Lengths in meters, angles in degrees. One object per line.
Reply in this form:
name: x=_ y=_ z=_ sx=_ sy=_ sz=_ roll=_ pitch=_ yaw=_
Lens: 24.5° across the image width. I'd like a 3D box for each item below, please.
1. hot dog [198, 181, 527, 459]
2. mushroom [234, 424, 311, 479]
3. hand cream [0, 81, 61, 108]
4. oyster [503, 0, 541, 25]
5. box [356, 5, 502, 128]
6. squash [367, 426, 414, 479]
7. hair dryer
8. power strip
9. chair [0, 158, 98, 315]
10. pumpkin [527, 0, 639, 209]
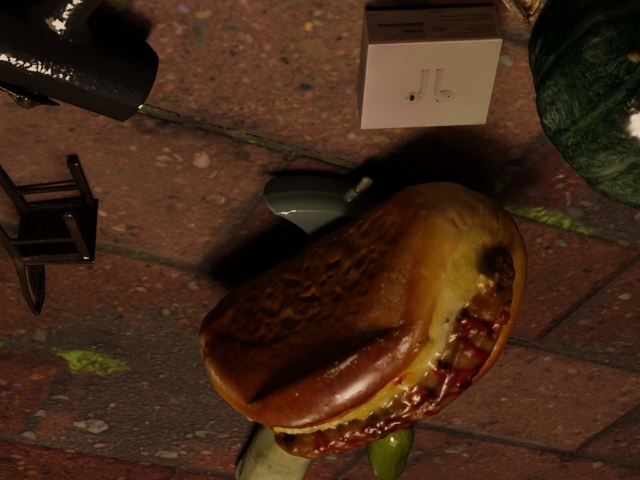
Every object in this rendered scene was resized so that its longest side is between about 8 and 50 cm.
hot dog: x=0.048 y=0.113 z=1.637 sx=0.405 sy=0.223 sz=0.185 roll=-32 pitch=137 yaw=32
mushroom: x=-0.048 y=0.291 z=2.098 sx=0.100 sy=0.081 sz=0.312 roll=11 pitch=144 yaw=-12
hand cream: x=-0.332 y=-0.144 z=1.416 sx=0.163 sy=0.039 sz=0.062 roll=5 pitch=175 yaw=26
oyster: x=0.193 y=-0.243 z=1.396 sx=0.051 sy=0.034 sz=0.093 roll=-9 pitch=137 yaw=-24
box: x=0.106 y=-0.172 z=1.468 sx=0.130 sy=0.051 sz=0.129 roll=-2 pitch=145 yaw=-4
squash: x=0.101 y=0.306 z=2.157 sx=0.066 sy=0.066 sz=0.201 roll=-4 pitch=152 yaw=-2
hair dryer: x=-0.207 y=-0.224 z=1.331 sx=0.197 sy=0.089 sz=0.251 roll=21 pitch=132 yaw=-32
power strip: x=0.000 y=0.000 z=1.703 sx=0.167 sy=0.054 sz=0.253 roll=1 pitch=145 yaw=-14
chair: x=-0.294 y=0.005 z=1.646 sx=0.101 sy=0.084 sz=0.212 roll=-4 pitch=146 yaw=6
pumpkin: x=0.350 y=-0.128 z=1.441 sx=0.293 sy=0.197 sz=0.263 roll=19 pitch=141 yaw=-28
